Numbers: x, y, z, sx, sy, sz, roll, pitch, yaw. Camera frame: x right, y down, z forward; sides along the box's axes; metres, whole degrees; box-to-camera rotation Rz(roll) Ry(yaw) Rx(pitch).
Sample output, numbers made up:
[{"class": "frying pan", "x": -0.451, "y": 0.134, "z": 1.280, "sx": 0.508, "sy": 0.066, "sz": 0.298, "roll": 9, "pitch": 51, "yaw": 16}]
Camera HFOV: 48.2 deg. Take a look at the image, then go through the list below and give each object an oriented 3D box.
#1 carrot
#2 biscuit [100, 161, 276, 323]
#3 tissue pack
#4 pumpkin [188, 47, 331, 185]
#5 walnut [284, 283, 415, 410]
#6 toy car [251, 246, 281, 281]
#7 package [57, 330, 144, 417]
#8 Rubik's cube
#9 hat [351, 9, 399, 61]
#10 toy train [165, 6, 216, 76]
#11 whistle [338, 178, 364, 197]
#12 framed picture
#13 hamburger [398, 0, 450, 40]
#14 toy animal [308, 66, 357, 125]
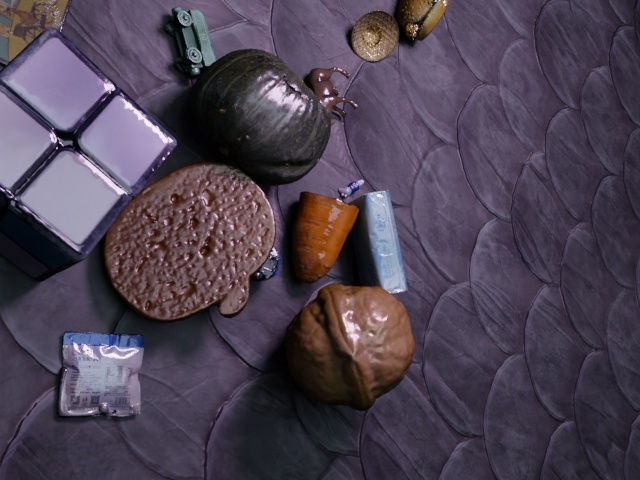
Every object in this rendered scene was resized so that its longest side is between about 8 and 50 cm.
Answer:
[{"class": "carrot", "x": 0.000, "y": 0.000, "z": 1.788, "sx": 0.159, "sy": 0.159, "sz": 0.225, "roll": 19, "pitch": 80, "yaw": -31}, {"class": "biscuit", "x": -0.275, "y": 0.015, "z": 1.576, "sx": 0.394, "sy": 0.070, "sz": 0.350, "roll": -29, "pitch": 86, "yaw": -21}, {"class": "tissue pack", "x": 0.142, "y": 0.013, "z": 1.860, "sx": 0.089, "sy": 0.177, "sz": 0.263, "roll": -10, "pitch": 86, "yaw": -16}, {"class": "pumpkin", "x": -0.135, "y": -0.287, "z": 1.669, "sx": 0.257, "sy": 0.291, "sz": 0.328, "roll": -46, "pitch": 121, "yaw": -5}, {"class": "walnut", "x": 0.068, "y": 0.239, "z": 1.645, "sx": 0.306, "sy": 0.344, "sz": 0.306, "roll": 0, "pitch": 91, "yaw": -2}, {"class": "toy car", "x": -0.196, "y": 0.031, "z": 1.679, "sx": 0.216, "sy": 0.063, "sz": 0.103, "roll": 22, "pitch": 68, "yaw": -21}, {"class": "package", "x": -0.448, "y": 0.276, "z": 1.476, "sx": 0.171, "sy": 0.027, "sz": 0.173, "roll": 8, "pitch": 75, "yaw": -31}, {"class": "Rubik's cube", "x": -0.516, "y": -0.147, "z": 1.337, "sx": 0.316, "sy": 0.318, "sz": 0.313, "roll": 43, "pitch": 59, "yaw": -22}, {"class": "hat", "x": 0.148, "y": -0.598, "z": 2.068, "sx": 0.146, "sy": 0.067, "sz": 0.146, "roll": -8, "pitch": 121, "yaw": -13}, {"class": "toy train", "x": -0.306, "y": -0.474, "z": 1.713, "sx": 0.099, "sy": 0.070, "sz": 0.172, "roll": -13, "pitch": 87, "yaw": -44}, {"class": "whistle", "x": 0.085, "y": -0.145, "z": 1.944, "sx": 0.083, "sy": 0.029, "sz": 0.033, "roll": -32, "pitch": 83, "yaw": -28}, {"class": "framed picture", "x": -0.694, "y": -0.501, "z": 1.476, "sx": 0.323, "sy": 0.013, "sz": 0.244, "roll": 22, "pitch": 67, "yaw": -31}, {"class": "hamburger", "x": 0.307, "y": -0.703, "z": 2.127, "sx": 0.122, "sy": 0.189, "sz": 0.215, "roll": 29, "pitch": 66, "yaw": -17}, {"class": "toy animal", "x": 0.003, "y": -0.358, "z": 1.902, "sx": 0.186, "sy": 0.093, "sz": 0.214, "roll": -5, "pitch": 76, "yaw": -41}]
